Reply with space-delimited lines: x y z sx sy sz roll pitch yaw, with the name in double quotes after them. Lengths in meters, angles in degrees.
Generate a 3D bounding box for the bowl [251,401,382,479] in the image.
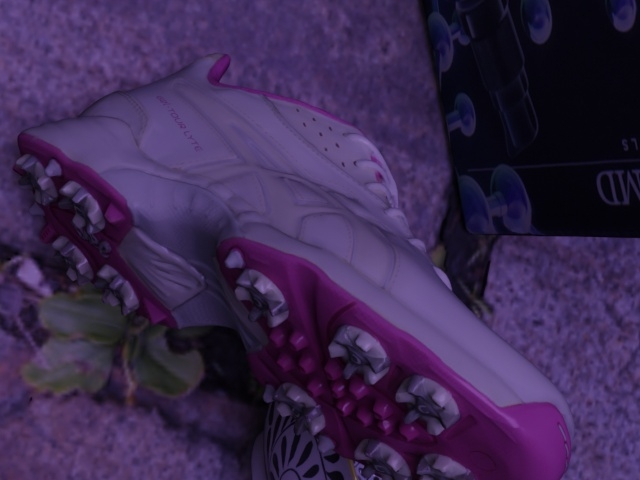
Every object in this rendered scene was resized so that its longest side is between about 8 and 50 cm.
0.017 0.118 0.756 0.080 0.170 0.170 -23 103 22 "bowl"

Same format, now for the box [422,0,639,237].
0.191 -0.211 0.732 0.212 0.293 0.396 -14 96 -23 "box"

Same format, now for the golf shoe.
0.000 0.000 0.666 0.140 0.306 0.115 -39 145 -29 "golf shoe"
